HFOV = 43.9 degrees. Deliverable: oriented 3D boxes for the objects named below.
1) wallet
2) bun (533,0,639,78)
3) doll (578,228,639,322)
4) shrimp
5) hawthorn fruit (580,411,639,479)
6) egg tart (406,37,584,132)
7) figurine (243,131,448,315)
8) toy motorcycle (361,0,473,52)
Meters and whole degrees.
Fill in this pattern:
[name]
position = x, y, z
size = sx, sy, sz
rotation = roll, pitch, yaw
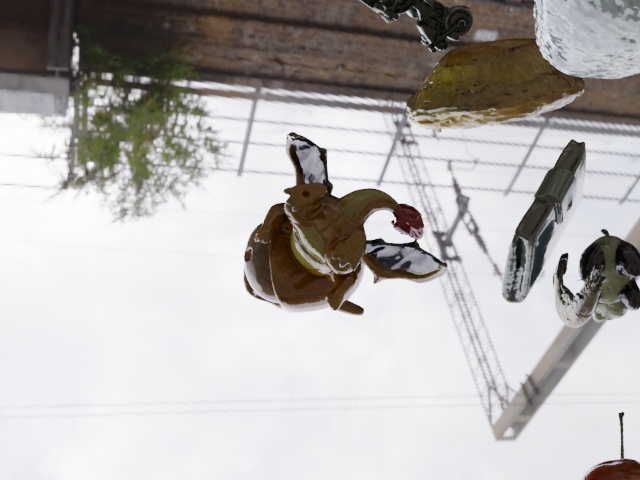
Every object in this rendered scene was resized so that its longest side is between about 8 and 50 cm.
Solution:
[wallet]
position = 0.517, -0.050, 1.792
size = 0.083, 0.252, 0.360
rotation = 23, -123, 23
[bun]
position = 0.264, -0.300, 0.629
size = 0.194, 0.354, 0.354
rotation = 3, -138, 14
[doll]
position = 0.697, 0.096, 1.913
size = 0.144, 0.234, 0.135
rotation = -2, -154, 18
[shrimp]
position = 0.572, 0.100, 1.785
size = 0.051, 0.217, 0.150
rotation = -8, -127, -16
[hawthorn fruit]
position = 0.581, 0.460, 1.552
size = 0.165, 0.165, 0.285
rotation = 25, -147, 7
[egg tart]
position = 0.413, -0.388, 1.930
size = 0.444, 0.178, 0.443
rotation = -9, -164, 3
[figurine]
position = 0.023, 0.029, 1.583
size = 0.401, 0.387, 0.268
rotation = 33, -116, 2
[toy motorcycle]
position = 0.222, -0.567, 1.939
size = 0.275, 0.127, 0.205
rotation = 19, -158, -19
